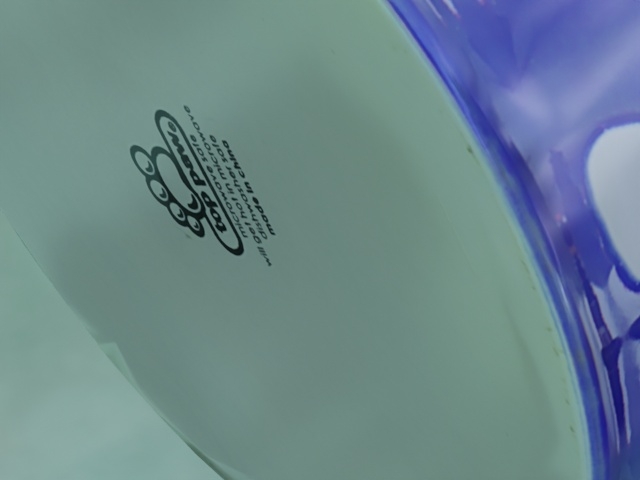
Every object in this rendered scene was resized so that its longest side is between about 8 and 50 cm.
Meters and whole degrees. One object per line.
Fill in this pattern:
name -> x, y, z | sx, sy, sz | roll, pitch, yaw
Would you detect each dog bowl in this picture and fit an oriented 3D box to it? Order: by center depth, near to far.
dog bowl -> 0.005, -0.038, 0.474 | 0.104, 0.265, 0.265 | -37, 96, -26
